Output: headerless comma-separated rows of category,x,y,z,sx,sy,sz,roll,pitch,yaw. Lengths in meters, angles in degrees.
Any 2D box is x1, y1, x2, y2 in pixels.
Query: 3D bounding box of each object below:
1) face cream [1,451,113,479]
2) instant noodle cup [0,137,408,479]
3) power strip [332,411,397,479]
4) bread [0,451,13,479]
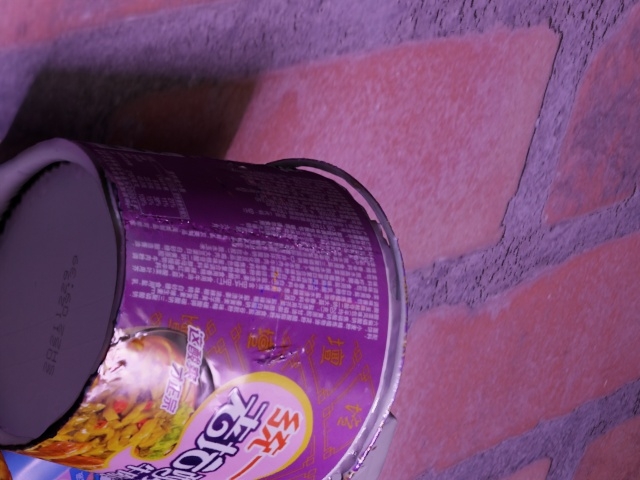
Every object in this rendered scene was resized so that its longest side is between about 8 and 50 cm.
face cream,-0.252,0.224,1.457,0.264,0.083,0.149,-25,134,-33
instant noodle cup,-0.136,0.069,1.276,0.266,0.340,0.340,13,110,-43
power strip,-0.038,0.218,1.683,0.229,0.141,0.261,-30,153,-27
bread,-0.345,0.260,1.235,0.148,0.270,0.270,25,100,-46
